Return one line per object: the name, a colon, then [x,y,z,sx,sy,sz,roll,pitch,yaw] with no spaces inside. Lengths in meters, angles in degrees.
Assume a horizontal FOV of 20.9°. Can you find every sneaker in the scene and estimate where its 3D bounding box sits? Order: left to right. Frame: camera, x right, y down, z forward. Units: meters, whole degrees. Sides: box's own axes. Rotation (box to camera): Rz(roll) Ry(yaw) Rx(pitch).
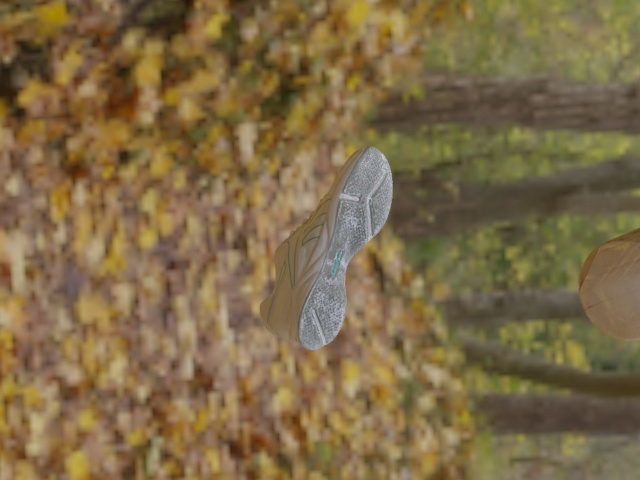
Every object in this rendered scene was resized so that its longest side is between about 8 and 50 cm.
sneaker: [0.000,0.000,1.213,0.054,0.061,0.152,36,73,-42]

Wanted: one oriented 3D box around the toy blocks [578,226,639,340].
toy blocks: [0.227,-0.147,0.737,0.260,0.309,0.288,-16,77,-55]
